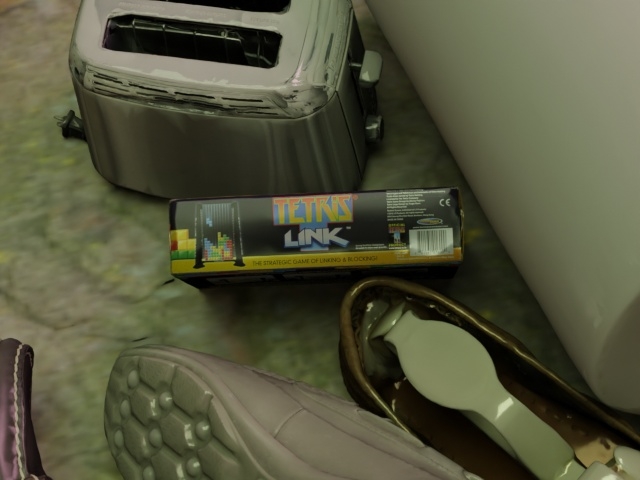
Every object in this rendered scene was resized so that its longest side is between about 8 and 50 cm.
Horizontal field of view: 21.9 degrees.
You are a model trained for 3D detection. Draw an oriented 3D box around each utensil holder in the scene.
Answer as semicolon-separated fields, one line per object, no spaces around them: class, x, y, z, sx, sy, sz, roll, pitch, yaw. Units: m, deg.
utensil holder;0.202;-0.139;0.952;0.327;0.327;0.385;-21;61;-7

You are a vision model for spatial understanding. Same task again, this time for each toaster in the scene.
toaster;-0.071;-0.106;1.072;0.227;0.146;0.129;9;63;8

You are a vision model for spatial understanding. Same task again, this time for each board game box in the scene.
board game box;0.000;0.000;1.013;0.170;0.141;0.048;-2;86;1

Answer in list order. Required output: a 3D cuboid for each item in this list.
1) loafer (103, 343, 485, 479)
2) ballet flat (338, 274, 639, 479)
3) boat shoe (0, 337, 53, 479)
loafer;-0.005;0.141;0.940;0.319;0.111;0.112;27;108;41
ballet flat;0.130;0.124;0.927;0.116;0.124;0.342;-47;61;-4
boat shoe;-0.167;0.192;0.955;0.092;0.103;0.285;-3;66;-4
